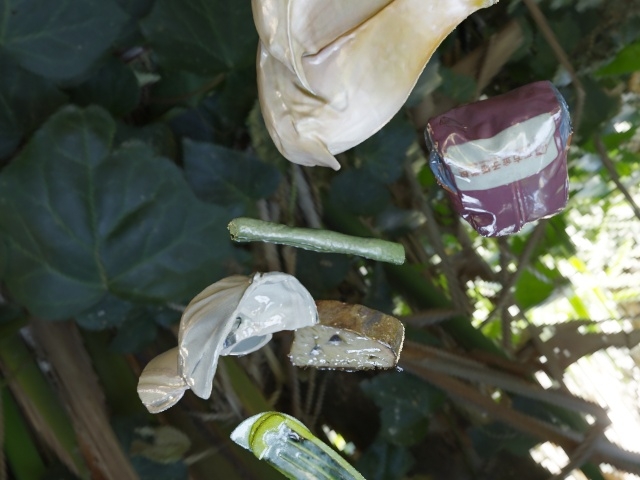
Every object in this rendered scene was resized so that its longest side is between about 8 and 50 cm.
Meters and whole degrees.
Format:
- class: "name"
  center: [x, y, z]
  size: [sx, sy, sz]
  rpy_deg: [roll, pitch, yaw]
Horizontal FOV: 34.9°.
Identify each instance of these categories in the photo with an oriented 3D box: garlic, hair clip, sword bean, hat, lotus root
- class: "garlic"
  center: [0.039, -0.246, 1.062]
  size: [0.313, 0.249, 0.286]
  rpy_deg: [-39, 174, -9]
- class: "hair clip"
  center: [-0.008, 0.247, 1.126]
  size: [0.060, 0.188, 0.033]
  rpy_deg: [-57, 166, -1]
- class: "sword bean"
  center: [0.000, 0.000, 1.414]
  size: [0.269, 0.038, 0.043]
  rpy_deg: [9, 158, -25]
- class: "hat"
  center: [-0.141, 0.112, 1.316]
  size: [0.226, 0.164, 0.219]
  rpy_deg: [1, -160, 39]
- class: "lotus root"
  center: [0.028, 0.175, 1.870]
  size: [0.260, 0.074, 0.170]
  rpy_deg: [-1, 144, 32]

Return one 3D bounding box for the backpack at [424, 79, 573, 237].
- class: "backpack"
  center: [0.371, -0.149, 2.038]
  size: [0.283, 0.197, 0.317]
  rpy_deg: [-17, 136, 9]
